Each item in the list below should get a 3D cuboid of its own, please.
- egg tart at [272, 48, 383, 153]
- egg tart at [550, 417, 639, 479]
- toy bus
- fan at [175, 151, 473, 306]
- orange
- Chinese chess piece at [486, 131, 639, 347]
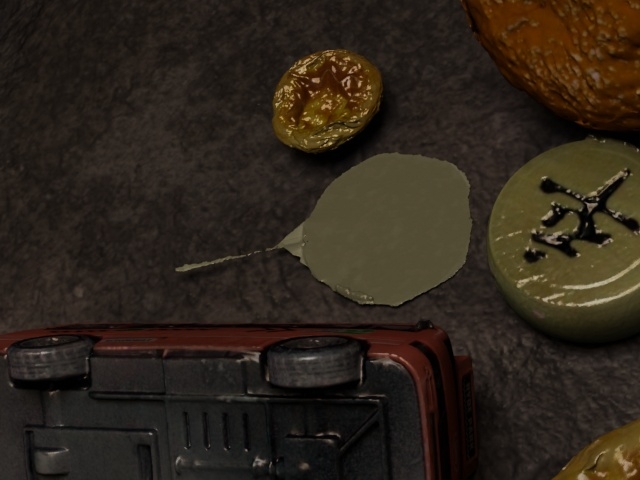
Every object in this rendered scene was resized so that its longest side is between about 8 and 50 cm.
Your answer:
[{"bbox_3d":[0.007,-0.141,1.528,0.130,0.052,0.130,-11,56,17],"label":"egg tart"},{"bbox_3d":[0.292,0.277,1.074,0.318,0.128,0.319,-13,55,19],"label":"egg tart"},{"bbox_3d":[-0.080,0.168,1.243,0.426,0.233,0.203,-1,97,24],"label":"toy bus"},{"bbox_3d":[0.000,0.001,1.462,0.310,0.010,0.182,-11,54,15],"label":"fan"},{"bbox_3d":[0.289,-0.270,1.312,0.293,0.341,0.340,-35,48,-28],"label":"orange"},{"bbox_3d":[0.240,-0.001,1.310,0.188,0.083,0.188,-10,56,15],"label":"Chinese chess piece"}]
